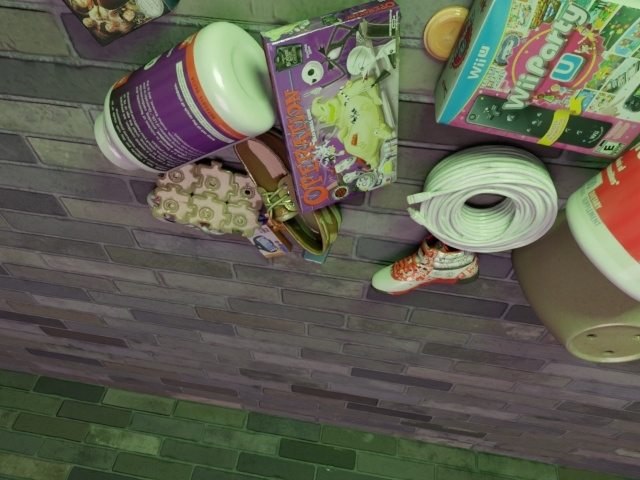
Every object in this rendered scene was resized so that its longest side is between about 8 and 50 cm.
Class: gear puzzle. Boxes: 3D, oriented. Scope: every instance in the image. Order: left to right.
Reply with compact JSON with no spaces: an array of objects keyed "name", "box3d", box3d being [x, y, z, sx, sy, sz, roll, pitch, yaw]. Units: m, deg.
[{"name":"gear puzzle","box3d":[-0.207,-0.098,1.043,0.339,0.044,0.175,13,121,-12]}]

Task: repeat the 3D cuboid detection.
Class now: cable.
[{"name":"cable","box3d":[0.332,-0.075,0.906,0.257,0.089,0.257,-23,131,35]}]

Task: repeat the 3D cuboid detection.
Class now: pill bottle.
[{"name":"pill bottle","box3d":[-0.243,-0.229,0.786,0.323,0.181,0.181,-14,135,29]},{"name":"pill bottle","box3d":[0.582,-0.099,0.616,0.229,0.229,0.407,25,134,-16]}]

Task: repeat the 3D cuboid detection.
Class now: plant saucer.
[{"name":"plant saucer","box3d":[0.000,0.000,1.144,0.067,0.018,0.192,15,141,-5]},{"name":"plant saucer","box3d":[0.202,-0.317,0.694,0.083,0.013,0.083,7,141,5]}]

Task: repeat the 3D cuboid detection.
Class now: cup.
[{"name":"cup","box3d":[0.595,0.116,0.958,0.331,0.237,0.331,8,142,6]}]

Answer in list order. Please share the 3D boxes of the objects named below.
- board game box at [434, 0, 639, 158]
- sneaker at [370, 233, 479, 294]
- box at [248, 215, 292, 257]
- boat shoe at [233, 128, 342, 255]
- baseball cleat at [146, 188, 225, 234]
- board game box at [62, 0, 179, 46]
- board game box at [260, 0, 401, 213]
[{"name":"board game box","box3d":[0.351,-0.255,0.658,0.303,0.097,0.224,11,141,-3]},{"name":"sneaker","box3d":[0.239,0.049,1.088,0.270,0.090,0.145,-9,137,19]},{"name":"box","box3d":[-0.142,-0.009,1.161,0.081,0.028,0.136,-12,138,28]},{"name":"boat shoe","box3d":[-0.062,-0.095,0.949,0.123,0.120,0.324,-20,127,33]},{"name":"baseball cleat","box3d":[-0.330,-0.065,1.122,0.206,0.072,0.109,28,153,-13]},{"name":"board game box","box3d":[-0.354,-0.433,0.670,0.165,0.042,0.243,-11,137,27]},{"name":"board game box","box3d":[0.034,-0.208,0.775,0.208,0.056,0.347,-17,140,-5]}]
